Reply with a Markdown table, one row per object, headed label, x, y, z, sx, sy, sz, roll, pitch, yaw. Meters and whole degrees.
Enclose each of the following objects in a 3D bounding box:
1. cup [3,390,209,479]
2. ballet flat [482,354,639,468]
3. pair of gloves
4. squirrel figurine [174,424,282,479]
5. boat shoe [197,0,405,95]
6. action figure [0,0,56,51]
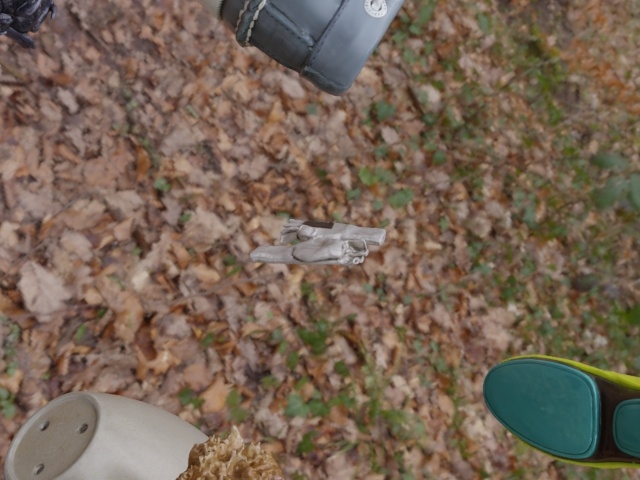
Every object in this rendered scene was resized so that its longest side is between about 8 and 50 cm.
| label | x | y | z | sx | sy | sz | roll | pitch | yaw |
| --- | --- | --- | --- | --- | --- | --- | --- | --- | --- |
| cup | -0.338 | 0.365 | 1.272 | 0.331 | 0.331 | 0.237 | -81 | 149 | -47 |
| ballet flat | 0.226 | 0.132 | 0.616 | 0.077 | 0.231 | 0.077 | 9 | 85 | -34 |
| pair of gloves | 0.000 | 0.000 | 1.503 | 0.240 | 0.204 | 0.042 | -37 | 127 | -66 |
| squirrel figurine | -0.179 | 0.431 | 1.005 | 0.397 | 0.371 | 0.281 | -45 | 136 | -30 |
| boat shoe | 0.067 | -0.190 | 0.479 | 0.099 | 0.116 | 0.319 | 44 | 58 | 3 |
| action figure | -0.407 | -0.362 | 1.095 | 0.164 | 0.141 | 0.275 | 69 | 39 | -63 |
